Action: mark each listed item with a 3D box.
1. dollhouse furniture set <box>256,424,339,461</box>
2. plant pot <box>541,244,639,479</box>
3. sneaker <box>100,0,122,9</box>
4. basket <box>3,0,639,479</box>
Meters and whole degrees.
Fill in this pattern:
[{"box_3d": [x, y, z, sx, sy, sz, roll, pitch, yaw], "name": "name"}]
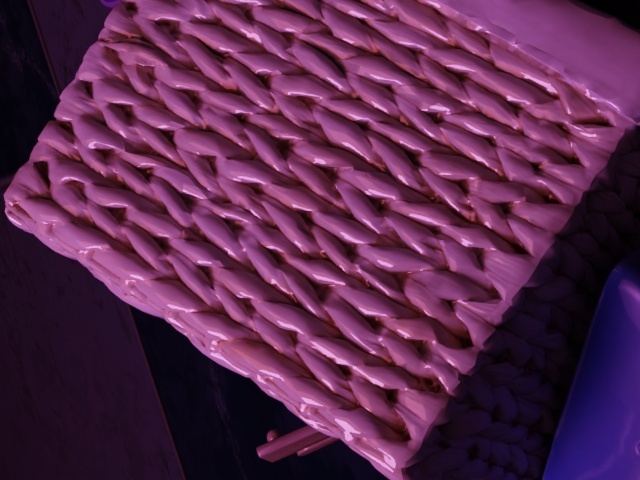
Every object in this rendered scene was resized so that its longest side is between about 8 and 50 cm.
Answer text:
[{"box_3d": [-0.008, 0.084, 1.574, 0.144, 0.123, 0.151, 50, -164, -76], "name": "dollhouse furniture set"}, {"box_3d": [0.282, 0.102, 1.086, 0.212, 0.236, 0.236, 42, 144, 28], "name": "plant pot"}, {"box_3d": [-0.197, -0.267, 2.008, 0.170, 0.071, 0.068, -16, 93, 66], "name": "sneaker"}, {"box_3d": [0.057, -0.024, 1.172, 0.331, 0.266, 0.328, 31, -179, 27], "name": "basket"}]
